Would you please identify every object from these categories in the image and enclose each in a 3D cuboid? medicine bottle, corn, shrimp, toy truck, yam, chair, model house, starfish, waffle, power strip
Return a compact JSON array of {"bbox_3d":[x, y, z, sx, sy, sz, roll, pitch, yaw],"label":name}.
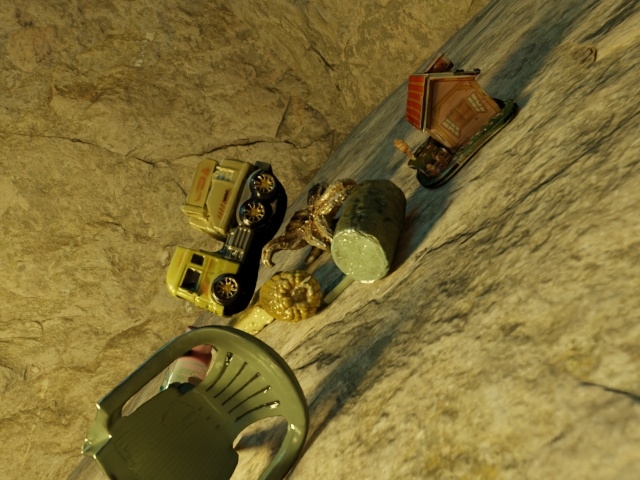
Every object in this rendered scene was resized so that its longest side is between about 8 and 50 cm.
[{"bbox_3d":[-0.341,0.324,1.106,0.187,0.095,0.119,-70,18,-6],"label":"medicine bottle"},{"bbox_3d":[-0.072,0.116,0.870,0.101,0.101,0.310,-53,8,-19],"label":"corn"},{"bbox_3d":[0.000,0.000,1.163,0.161,0.034,0.091,-54,13,-16],"label":"shrimp"},{"bbox_3d":[-0.246,-0.018,1.098,0.180,0.254,0.404,87,-160,-78],"label":"toy truck"},{"bbox_3d":[0.081,-0.020,0.710,0.107,0.107,0.194,-42,13,35],"label":"yam"},{"bbox_3d":[-0.159,0.240,0.531,0.190,0.203,0.275,-43,-1,-38],"label":"chair"},{"bbox_3d":[0.215,-0.242,0.822,0.207,0.154,0.294,-44,12,18],"label":"model house"},{"bbox_3d":[-0.027,-0.040,1.087,0.303,0.113,0.312,-15,37,56],"label":"starfish"},{"bbox_3d":[-0.182,0.196,1.149,0.274,0.057,0.168,-41,12,38],"label":"waffle"},{"bbox_3d":[0.037,0.079,0.781,0.090,0.016,0.040,-46,11,20],"label":"power strip"}]

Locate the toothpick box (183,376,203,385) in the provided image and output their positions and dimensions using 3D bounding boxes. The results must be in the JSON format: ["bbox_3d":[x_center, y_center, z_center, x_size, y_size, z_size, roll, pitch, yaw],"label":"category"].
[{"bbox_3d":[-0.270,0.355,0.829,0.149,0.098,0.098,-50,10,-6],"label":"toothpick box"}]
